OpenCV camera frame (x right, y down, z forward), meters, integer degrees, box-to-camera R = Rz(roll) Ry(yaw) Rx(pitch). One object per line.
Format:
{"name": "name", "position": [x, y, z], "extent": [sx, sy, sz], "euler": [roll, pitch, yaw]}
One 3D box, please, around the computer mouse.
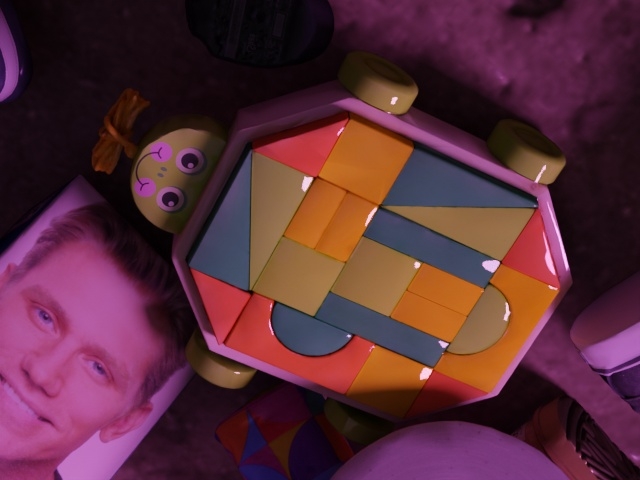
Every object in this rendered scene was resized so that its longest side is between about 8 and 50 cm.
{"name": "computer mouse", "position": [-0.102, -0.181, 1.027], "extent": [0.242, 0.041, 0.071], "euler": [20, 113, 11]}

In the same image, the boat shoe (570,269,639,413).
{"name": "boat shoe", "position": [0.319, 0.036, 0.987], "extent": [0.301, 0.108, 0.102], "euler": [-33, 105, 30]}

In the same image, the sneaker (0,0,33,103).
{"name": "sneaker", "position": [-0.332, -0.165, 1.070], "extent": [0.282, 0.153, 0.099], "euler": [34, 130, 31]}

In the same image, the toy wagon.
{"name": "toy wagon", "position": [0.000, 0.000, 1.025], "extent": [0.344, 0.068, 0.267], "euler": [23, 114, -15]}

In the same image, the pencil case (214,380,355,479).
{"name": "pencil case", "position": [0.011, 0.222, 1.128], "extent": [0.104, 0.104, 0.236], "euler": [-37, 76, 29]}

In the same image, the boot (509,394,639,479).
{"name": "boot", "position": [0.157, 0.271, 1.175], "extent": [0.269, 0.089, 0.236], "euler": [-38, 90, 28]}

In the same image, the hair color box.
{"name": "hair color box", "position": [-0.238, 0.132, 1.046], "extent": [0.174, 0.347, 0.105], "euler": [46, 146, -12]}

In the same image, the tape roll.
{"name": "tape roll", "position": [0.091, 0.242, 1.033], "extent": [0.219, 0.219, 0.072], "euler": [18, 163, 5]}
